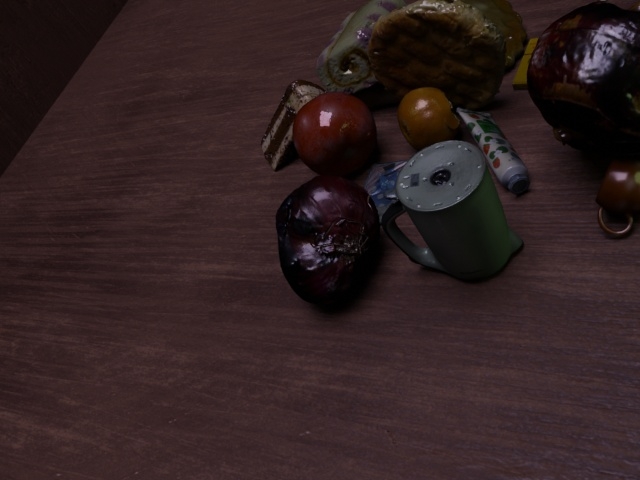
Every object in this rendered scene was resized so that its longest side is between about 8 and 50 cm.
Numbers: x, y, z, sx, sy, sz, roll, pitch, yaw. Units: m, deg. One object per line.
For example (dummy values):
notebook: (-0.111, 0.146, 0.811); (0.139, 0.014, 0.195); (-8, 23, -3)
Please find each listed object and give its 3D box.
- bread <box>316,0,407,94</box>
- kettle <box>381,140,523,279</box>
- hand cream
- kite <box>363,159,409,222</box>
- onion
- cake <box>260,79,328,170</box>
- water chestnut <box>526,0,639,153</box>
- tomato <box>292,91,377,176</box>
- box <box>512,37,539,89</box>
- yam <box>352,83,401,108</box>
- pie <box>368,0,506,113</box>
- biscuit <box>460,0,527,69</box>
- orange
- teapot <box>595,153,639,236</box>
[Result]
bread: (0.128, -0.521, 1.845); (0.187, 0.155, 0.338); (-24, 27, 34)
kettle: (0.237, -0.041, 1.317); (0.240, 0.255, 0.165); (-12, 51, 23)
hand cream: (0.378, -0.204, 1.504); (0.276, 0.095, 0.059); (-107, 30, -44)
kite: (0.189, -0.097, 1.584); (0.335, 0.011, 0.314); (-39, 43, 1)
onion: (0.012, 0.002, 1.477); (0.281, 0.221, 0.281); (-21, 62, 48)
cake: (-0.084, -0.308, 1.822); (0.246, 0.135, 0.112); (-35, 60, 17)
water chestnut: (0.557, -0.323, 1.273); (0.335, 0.335, 0.347); (25, 98, 45)
tomato: (0.032, -0.262, 1.688); (0.208, 0.208, 0.184); (-34, 55, 4)
box: (0.514, -0.418, 1.630); (0.087, 0.023, 0.155); (8, 59, 36)
yam: (0.157, -0.379, 1.812); (0.299, 0.066, 0.066); (-5, 52, 32)
pie: (0.263, -0.413, 1.578); (0.339, 0.339, 0.083); (3, 58, 36)
biscuit: (0.344, -0.532, 1.748); (0.329, 0.078, 0.335); (-4, 57, 8)
orange: (0.251, -0.279, 1.595); (0.134, 0.155, 0.154); (-32, 41, -12)
teapot: (0.564, -0.088, 1.256); (0.116, 0.116, 0.173); (25, 92, 45)
